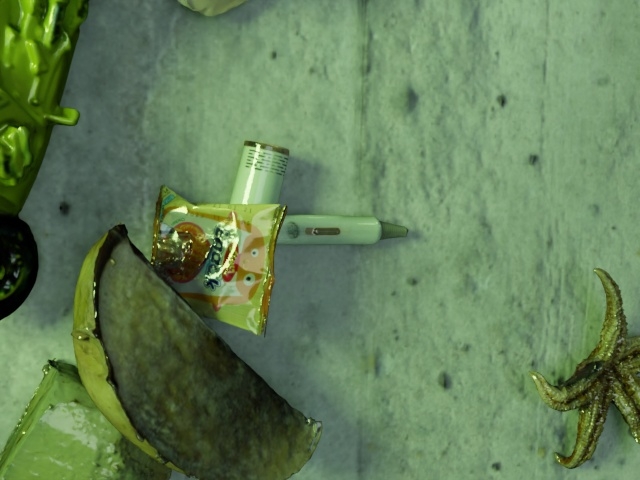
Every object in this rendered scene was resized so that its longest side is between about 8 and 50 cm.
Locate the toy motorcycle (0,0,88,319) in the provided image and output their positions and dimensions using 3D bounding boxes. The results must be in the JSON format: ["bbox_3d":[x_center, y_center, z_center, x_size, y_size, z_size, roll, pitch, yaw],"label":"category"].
[{"bbox_3d":[-0.261,-0.112,0.567,0.206,0.142,0.342,14,90,-60],"label":"toy motorcycle"}]

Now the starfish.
[{"bbox_3d":[0.302,0.131,0.850,0.213,0.057,0.238,-17,105,-26],"label":"starfish"}]

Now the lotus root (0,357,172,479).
[{"bbox_3d":[-0.186,0.182,0.659,0.144,0.070,0.143,21,88,-22],"label":"lotus root"}]

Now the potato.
[{"bbox_3d":[-0.126,0.117,0.647,0.261,0.100,0.120,52,50,-27],"label":"potato"}]

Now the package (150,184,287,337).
[{"bbox_3d":[-0.089,0.015,0.669,0.121,0.031,0.108,9,93,18],"label":"package"}]

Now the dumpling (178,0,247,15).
[{"bbox_3d":[-0.057,-0.276,0.644,0.136,0.118,0.199,-10,127,-34],"label":"dumpling"}]

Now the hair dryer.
[{"bbox_3d":[0.000,0.008,0.730,0.183,0.044,0.154,14,93,-24],"label":"hair dryer"}]
